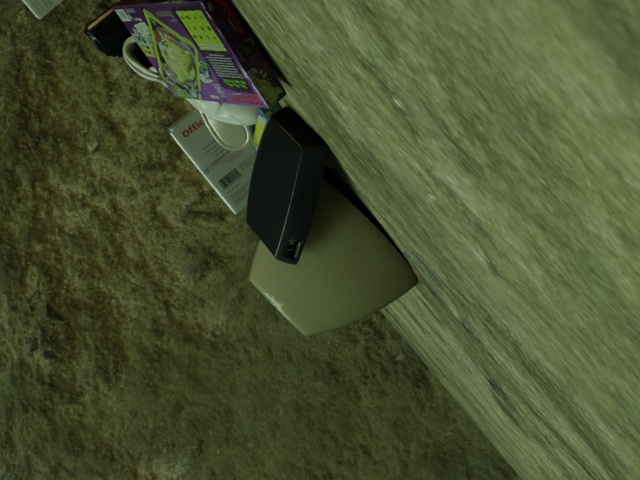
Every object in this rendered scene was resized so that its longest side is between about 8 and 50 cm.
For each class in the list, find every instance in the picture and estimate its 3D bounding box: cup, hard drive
[{"bbox_3d":[-0.005,0.052,1.942,0.331,0.237,0.331,45,174,6],"label":"cup"},{"bbox_3d":[-0.070,-0.098,1.765,0.172,0.054,0.254,49,135,42],"label":"hard drive"}]

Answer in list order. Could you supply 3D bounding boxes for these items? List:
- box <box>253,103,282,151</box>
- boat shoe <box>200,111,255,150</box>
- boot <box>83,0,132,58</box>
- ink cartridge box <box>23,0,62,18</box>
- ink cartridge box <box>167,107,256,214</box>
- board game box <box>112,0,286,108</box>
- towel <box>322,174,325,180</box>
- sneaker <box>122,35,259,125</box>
[{"bbox_3d":[-0.087,-0.190,1.918,0.105,0.043,0.179,52,160,17],"label":"box"},{"bbox_3d":[-0.231,-0.349,2.052,0.324,0.117,0.096,61,-154,-27],"label":"boat shoe"},{"bbox_3d":[-0.373,-0.457,1.917,0.094,0.207,0.246,52,176,-5],"label":"boot"},{"bbox_3d":[-0.597,-0.665,2.145,0.115,0.273,0.198,45,174,44],"label":"ink cartridge box"},{"bbox_3d":[-0.236,-0.241,2.515,0.278,0.201,0.117,52,177,-17],"label":"ink cartridge box"},{"bbox_3d":[-0.212,-0.326,1.631,0.347,0.056,0.208,17,143,53],"label":"board game box"},{"bbox_3d":[-0.057,-0.196,2.082,0.243,0.040,0.336,52,175,12],"label":"towel"},{"bbox_3d":[-0.250,-0.311,1.883,0.293,0.108,0.169,27,-172,9],"label":"sneaker"}]
